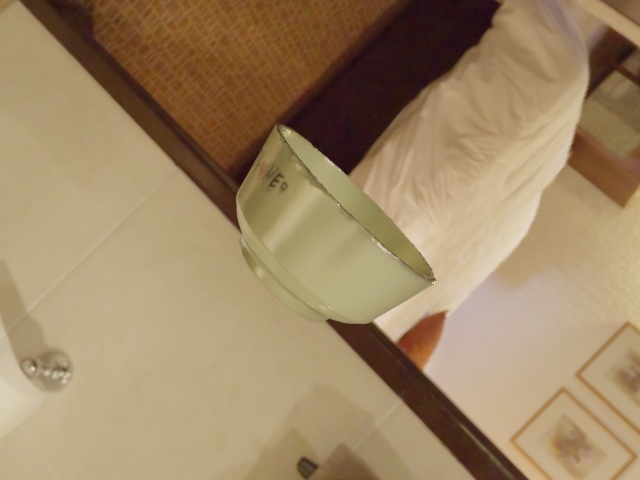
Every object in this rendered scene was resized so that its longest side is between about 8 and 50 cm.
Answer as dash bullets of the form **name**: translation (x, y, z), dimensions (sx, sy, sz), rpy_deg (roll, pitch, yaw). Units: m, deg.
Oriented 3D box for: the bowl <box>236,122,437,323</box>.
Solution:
- **bowl**: translation (0.000, 0.000, 0.653), dimensions (0.112, 0.211, 0.211), rpy_deg (-47, 161, 12)
